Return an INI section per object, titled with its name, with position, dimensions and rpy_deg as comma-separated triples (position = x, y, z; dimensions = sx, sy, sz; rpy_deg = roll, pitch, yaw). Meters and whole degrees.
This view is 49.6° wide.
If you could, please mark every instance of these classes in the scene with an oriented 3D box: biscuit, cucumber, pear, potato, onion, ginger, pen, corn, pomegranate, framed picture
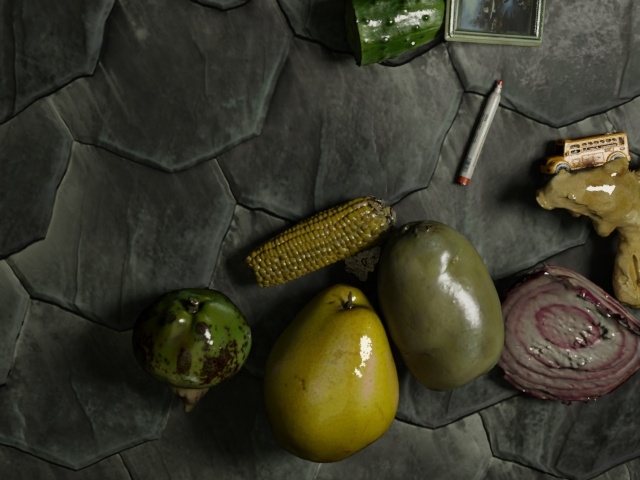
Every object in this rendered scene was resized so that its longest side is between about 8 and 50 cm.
[biscuit]
position = 0.087, 0.038, 1.436
dimensions = 0.092, 0.016, 0.082
rpy_deg = -39, 94, 6
[cucumber]
position = 0.166, -0.415, 1.291
dimensions = 0.244, 0.134, 0.134
rpy_deg = -11, 102, -1
[pear]
position = 0.013, 0.260, 1.352
dimensions = 0.284, 0.285, 0.337
rpy_deg = -11, 94, 2
[potato]
position = 0.225, 0.120, 1.339
dimensions = 0.220, 0.243, 0.327
rpy_deg = -23, 89, -5
[onion]
position = 0.479, 0.183, 1.414
dimensions = 0.314, 0.146, 0.280
rpy_deg = 31, 124, -6
[ginger]
position = 0.624, -0.085, 1.320
dimensions = 0.348, 0.122, 0.363
rpy_deg = 36, 104, -27
[pen]
position = 0.320, -0.214, 1.379
dimensions = 0.026, 0.026, 0.218
rpy_deg = 18, 101, -4
[corn]
position = 0.000, 0.000, 1.384
dimensions = 0.317, 0.115, 0.115
rpy_deg = -23, 101, 5
[pomegranate]
position = -0.264, 0.229, 1.378
dimensions = 0.221, 0.204, 0.277
rpy_deg = 23, 99, 14
[framed picture]
position = 0.336, -0.513, 1.273
dimensions = 0.232, 0.019, 0.296
rpy_deg = -5, 103, -24

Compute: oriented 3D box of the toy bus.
[toy bus]
position = 0.517, -0.170, 1.365
dimensions = 0.162, 0.069, 0.074
rpy_deg = -9, 101, 1
